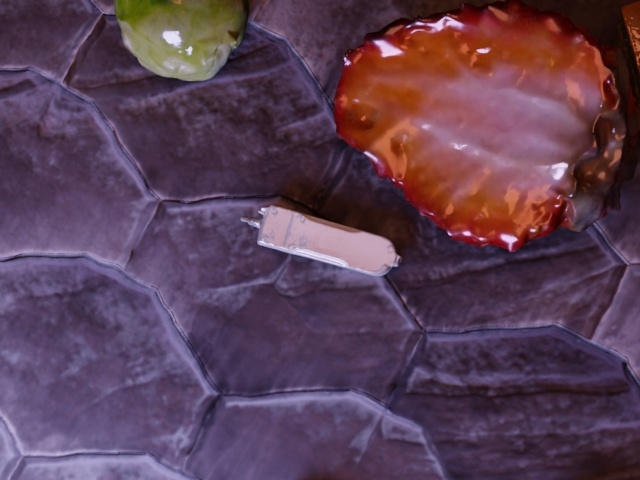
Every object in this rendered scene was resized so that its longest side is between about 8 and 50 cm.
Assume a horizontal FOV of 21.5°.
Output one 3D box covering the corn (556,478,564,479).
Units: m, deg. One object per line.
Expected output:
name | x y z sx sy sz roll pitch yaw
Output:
corn | 0.228 0.367 1.768 0.080 0.080 0.238 14 81 10

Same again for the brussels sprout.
brussels sprout | -0.161 -0.263 1.915 0.151 0.122 0.149 -30 74 1

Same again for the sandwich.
sandwich | 0.419 -0.202 1.827 0.187 0.117 0.144 -20 80 2

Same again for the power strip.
power strip | 0.000 0.000 1.891 0.191 0.030 0.047 16 84 10

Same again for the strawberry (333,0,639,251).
strawberry | 0.185 -0.132 1.840 0.336 0.149 0.265 17 97 21
